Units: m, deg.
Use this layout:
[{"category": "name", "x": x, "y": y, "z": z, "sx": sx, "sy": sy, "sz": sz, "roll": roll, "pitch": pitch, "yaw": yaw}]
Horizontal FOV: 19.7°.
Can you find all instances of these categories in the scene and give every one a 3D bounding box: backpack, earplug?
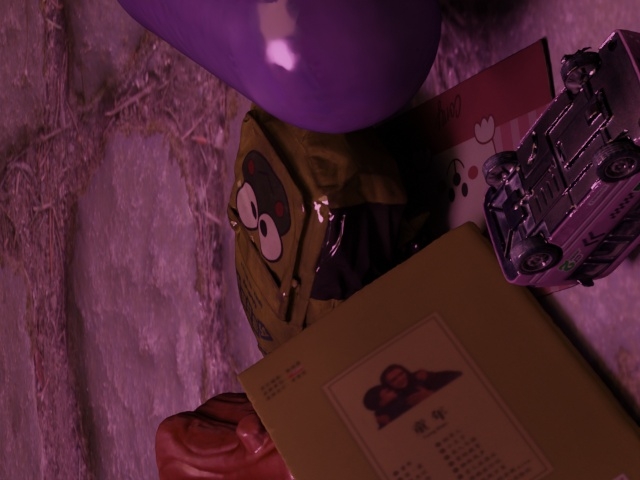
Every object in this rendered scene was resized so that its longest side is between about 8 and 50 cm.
[{"category": "backpack", "x": 0.000, "y": 0.000, "z": 1.636, "sx": 0.207, "sy": 0.140, "sz": 0.253, "roll": -122, "pitch": 33, "yaw": -46}, {"category": "earplug", "x": -0.039, "y": -0.219, "z": 1.560, "sx": 0.456, "sy": 0.215, "sz": 0.215, "roll": -134, "pitch": 49, "yaw": -62}]

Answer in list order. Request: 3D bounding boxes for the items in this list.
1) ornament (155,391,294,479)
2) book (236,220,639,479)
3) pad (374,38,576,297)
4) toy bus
[{"category": "ornament", "x": -0.010, "y": 0.217, "z": 1.602, "sx": 0.221, "sy": 0.235, "sz": 0.218, "roll": 48, "pitch": 151, "yaw": -17}, {"category": "book", "x": 0.102, "y": 0.156, "z": 1.400, "sx": 0.352, "sy": 0.239, "sz": 0.035, "roll": 56, "pitch": 180, "yaw": 44}, {"category": "pad", "x": 0.117, "y": -0.031, "z": 1.559, "sx": 0.300, "sy": 0.005, "sz": 0.202, "roll": -23, "pitch": 70, "yaw": 60}, {"category": "toy bus", "x": 0.200, "y": -0.052, "z": 1.302, "sx": 0.199, "sy": 0.108, "sz": 0.096, "roll": -54, "pitch": 41, "yaw": 45}]
